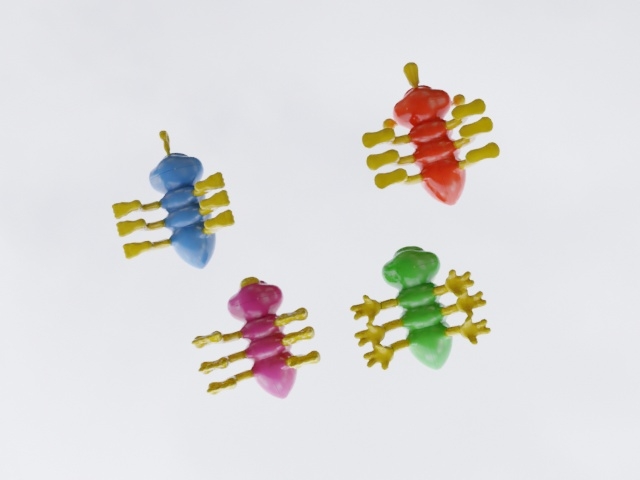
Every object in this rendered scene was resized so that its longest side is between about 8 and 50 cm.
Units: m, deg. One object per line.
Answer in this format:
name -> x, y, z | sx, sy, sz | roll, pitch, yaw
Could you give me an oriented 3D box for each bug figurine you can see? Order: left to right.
bug figurine -> 0.000, 0.000, 0.797 | 0.279, 0.216, 0.072 | -13, 173, 11
